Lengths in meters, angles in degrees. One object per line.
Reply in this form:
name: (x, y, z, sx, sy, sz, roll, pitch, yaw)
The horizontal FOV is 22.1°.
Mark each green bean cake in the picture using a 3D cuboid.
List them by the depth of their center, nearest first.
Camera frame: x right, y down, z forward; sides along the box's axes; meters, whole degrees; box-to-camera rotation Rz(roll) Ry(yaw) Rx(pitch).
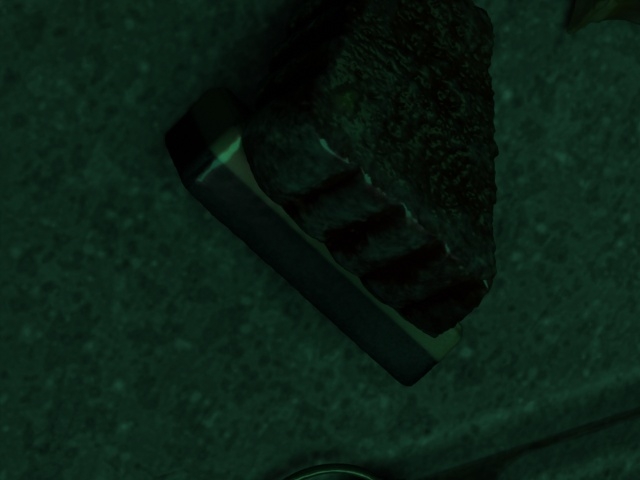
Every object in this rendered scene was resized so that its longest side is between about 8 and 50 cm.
green bean cake: (0.051, -0.081, 1.131, 0.198, 0.232, 0.097, 39, 136, -25)

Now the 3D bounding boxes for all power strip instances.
power strip: (0.000, 0.000, 1.193, 0.070, 0.105, 0.257, -43, 115, 6)

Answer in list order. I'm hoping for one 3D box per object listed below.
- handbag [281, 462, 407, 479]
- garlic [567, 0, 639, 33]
handbag: (-0.004, 0.295, 1.309, 0.219, 0.079, 0.256, 41, 92, -13)
garlic: (0.333, -0.218, 1.239, 0.267, 0.148, 0.128, 11, 67, -16)
